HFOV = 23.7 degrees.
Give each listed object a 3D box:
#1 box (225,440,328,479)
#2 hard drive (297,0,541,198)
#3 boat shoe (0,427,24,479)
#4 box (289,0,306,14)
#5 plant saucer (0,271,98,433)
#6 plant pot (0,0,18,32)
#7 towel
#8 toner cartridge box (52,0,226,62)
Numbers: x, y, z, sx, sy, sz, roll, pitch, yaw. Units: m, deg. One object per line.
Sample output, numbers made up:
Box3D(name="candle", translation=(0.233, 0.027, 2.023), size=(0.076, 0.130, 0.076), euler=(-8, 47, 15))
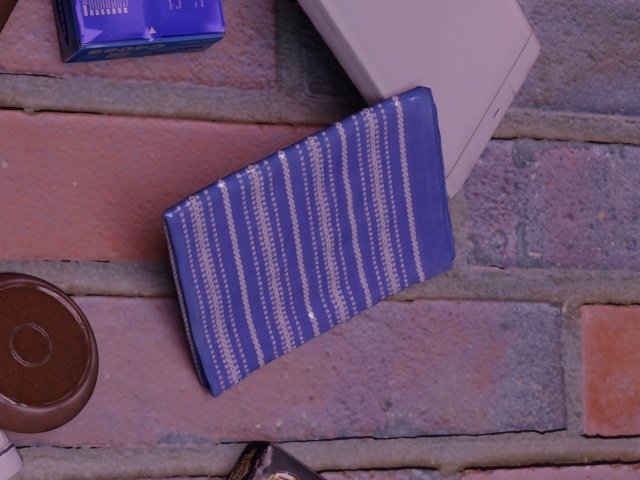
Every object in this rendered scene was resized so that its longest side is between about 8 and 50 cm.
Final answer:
Box3D(name="box", translation=(-0.022, 0.409, 1.594), size=(0.295, 0.073, 0.293), euler=(36, 70, -16))
Box3D(name="hard drive", translation=(0.116, -0.240, 1.658), size=(0.233, 0.047, 0.353), euler=(-58, 138, -19))
Box3D(name="boat shoe", translation=(-0.406, 0.248, 1.427), size=(0.267, 0.096, 0.088), euler=(-33, 93, -26))
Box3D(name="box", translation=(0.015, -0.399, 1.676), size=(0.163, 0.142, 0.247), euler=(38, 71, -19))
Box3D(name="plant saucer", translation=(-0.290, 0.106, 1.506), size=(0.168, 0.029, 0.168), euler=(17, 58, -29))
Box3D(name="plant pot", translation=(-0.370, -0.236, 1.477), size=(0.167, 0.167, 0.165), euler=(24, 83, -20))
Box3D(name="towel", translation=(0.000, 0.000, 1.607), size=(0.336, 0.040, 0.243), euler=(-28, 129, -24))
Box3D(name="toner cartridge box", translation=(-0.214, -0.368, 1.603), size=(0.165, 0.075, 0.348), euler=(-8, 87, -24))
